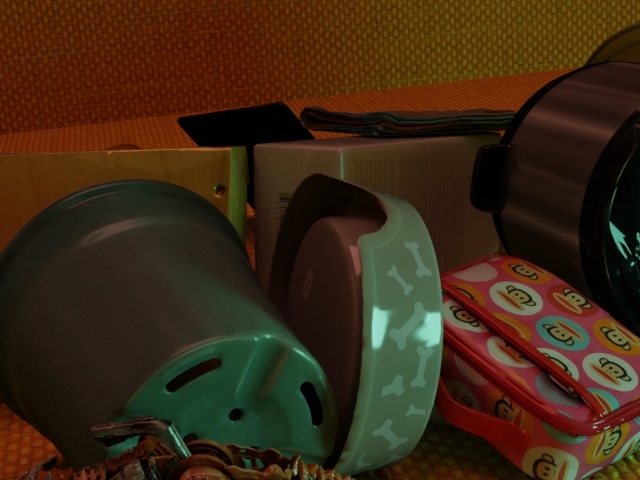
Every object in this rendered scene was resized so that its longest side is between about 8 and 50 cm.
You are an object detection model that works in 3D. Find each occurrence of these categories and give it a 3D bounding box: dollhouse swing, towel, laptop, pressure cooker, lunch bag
[{"bbox_3d":[-0.268,0.003,1.744,0.347,0.315,0.305,-2,-16,6],"label":"dollhouse swing"},{"bbox_3d":[0.185,-0.199,2.023,0.370,0.040,0.271,-5,9,-28],"label":"towel"},{"bbox_3d":[0.014,-0.167,2.318,0.236,0.408,0.382,-52,26,-22],"label":"laptop"},{"bbox_3d":[0.439,-0.059,1.681,0.375,0.370,0.420,-42,21,-4],"label":"pressure cooker"},{"bbox_3d":[0.227,0.145,1.412,0.258,0.120,0.293,-16,42,-39],"label":"lunch bag"}]

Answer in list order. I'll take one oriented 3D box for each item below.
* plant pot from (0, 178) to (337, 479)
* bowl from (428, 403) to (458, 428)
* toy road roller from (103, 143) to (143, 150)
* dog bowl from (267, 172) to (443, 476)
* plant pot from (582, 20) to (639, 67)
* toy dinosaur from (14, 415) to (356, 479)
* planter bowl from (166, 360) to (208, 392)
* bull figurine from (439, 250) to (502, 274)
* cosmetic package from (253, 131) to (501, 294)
[{"bbox_3d":[-0.166,0.146,1.339,0.341,0.341,0.334,-12,26,-23],"label":"plant pot"},{"bbox_3d":[0.167,0.187,1.525,0.142,0.053,0.142,5,20,28],"label":"bowl"},{"bbox_3d":[-0.362,-0.021,2.025,0.330,0.240,0.202,-13,18,-24],"label":"toy road roller"},{"bbox_3d":[0.032,0.099,1.395,0.102,0.348,0.349,4,14,-19],"label":"dog bowl"},{"bbox_3d":[0.579,-0.142,2.051,0.366,0.366,0.353,1,29,19],"label":"plant pot"},{"bbox_3d":[-0.112,0.256,1.099,0.322,0.218,0.164,0,17,17],"label":"toy dinosaur"},{"bbox_3d":[-0.217,0.163,1.612,0.162,0.109,0.162,-4,18,1],"label":"planter bowl"},{"bbox_3d":[0.135,0.099,1.676,0.188,0.101,0.310,-22,2,30],"label":"bull figurine"},{"bbox_3d":[0.099,-0.045,1.877,0.161,0.230,0.453,6,10,36],"label":"cosmetic package"}]
